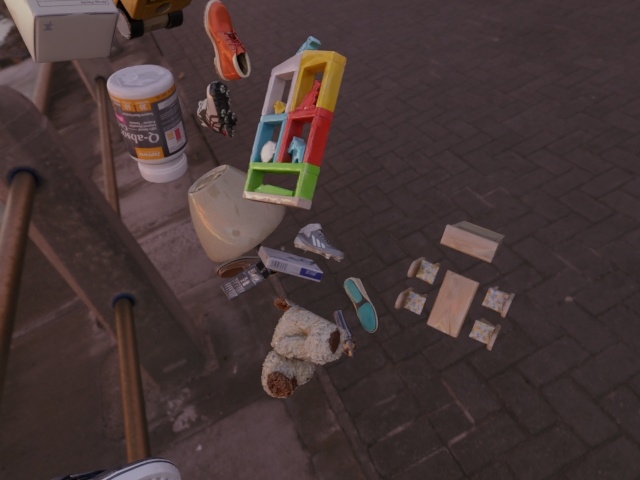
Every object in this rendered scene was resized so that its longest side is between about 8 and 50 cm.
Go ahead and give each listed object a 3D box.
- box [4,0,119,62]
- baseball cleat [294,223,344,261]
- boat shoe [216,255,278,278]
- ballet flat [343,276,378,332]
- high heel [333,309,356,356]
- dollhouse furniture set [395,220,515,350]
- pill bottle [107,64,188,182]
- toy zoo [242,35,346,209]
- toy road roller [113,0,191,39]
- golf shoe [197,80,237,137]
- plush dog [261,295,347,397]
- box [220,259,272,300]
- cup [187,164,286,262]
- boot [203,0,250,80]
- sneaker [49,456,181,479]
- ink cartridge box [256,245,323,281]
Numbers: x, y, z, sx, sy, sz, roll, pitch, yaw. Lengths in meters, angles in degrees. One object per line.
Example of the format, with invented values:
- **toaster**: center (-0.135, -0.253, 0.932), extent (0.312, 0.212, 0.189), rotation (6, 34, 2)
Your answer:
- **box**: center (-0.504, -0.490, 0.887), extent (0.148, 0.311, 0.121), rotation (-21, -10, -36)
- **baseball cleat**: center (0.000, 0.000, 1.652), extent (0.206, 0.072, 0.109), rotation (16, 82, 32)
- **boat shoe**: center (-0.349, 0.142, 2.399), extent (0.307, 0.110, 0.104), rotation (-12, 58, -25)
- **ballet flat**: center (0.182, 0.262, 2.030), extent (0.086, 0.086, 0.248), rotation (-23, 70, -4)
- **high heel**: center (0.085, 0.415, 1.932), extent (0.093, 0.261, 0.186), rotation (-12, 55, -11)
- **dollhouse furniture set**: center (0.482, 0.149, 1.708), extent (0.362, 0.394, 0.256), rotation (24, 15, 23)
- **pill bottle**: center (-0.442, -0.301, 1.293), extent (0.162, 0.278, 0.162), rotation (-1, 43, 1)
- **toy zoo**: center (-0.047, -0.205, 0.838), extent (0.192, 0.030, 0.293), rotation (14, 91, 53)
- **toy road roller**: center (-0.528, -0.778, 1.453), extent (0.202, 0.240, 0.330), rotation (-36, 9, -34)
- **golf shoe**: center (-0.345, -0.416, 1.575), extent (0.120, 0.273, 0.105), rotation (11, 73, 0)
- **plush dog**: center (-0.069, 0.280, 1.211), extent (0.211, 0.262, 0.225), rotation (26, 83, 11)
- **box**: center (-0.313, 0.164, 2.095), extent (0.180, 0.077, 0.147), rotation (-31, 3, 10)
- **cup**: center (-0.320, -0.122, 1.706), extent (0.331, 0.237, 0.331), rotation (-26, 27, 14)
- **boot**: center (-0.183, -0.404, 0.991), extent (0.059, 0.157, 0.085), rotation (-31, 34, -31)
- **sneaker**: center (-0.359, 0.397, 0.719), extent (0.321, 0.126, 0.127), rotation (-34, 38, -5)
- **ink cartridge box**: center (-0.122, 0.079, 1.879), extent (0.223, 0.045, 0.224), rotation (17, 8, -21)
